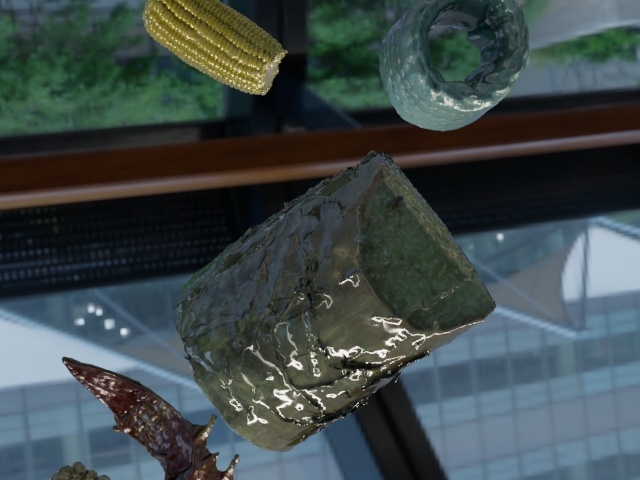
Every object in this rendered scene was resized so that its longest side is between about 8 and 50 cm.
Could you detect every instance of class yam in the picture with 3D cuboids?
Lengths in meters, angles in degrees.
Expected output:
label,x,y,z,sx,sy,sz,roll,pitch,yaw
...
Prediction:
label,x,y,z,sx,sy,sz,roll,pitch,yaw
yam,0.014,0.062,1.083,0.271,0.202,0.201,-37,-161,23

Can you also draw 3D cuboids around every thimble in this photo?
label,x,y,z,sx,sy,sz,roll,pitch,yaw
thimble,0.202,-0.286,1.765,0.198,0.235,0.143,28,165,-8

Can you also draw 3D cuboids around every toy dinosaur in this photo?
label,x,y,z,sx,sy,sz,roll,pitch,yaw
toy dinosaur,-0.174,0.267,1.308,0.207,0.327,0.113,-17,177,39

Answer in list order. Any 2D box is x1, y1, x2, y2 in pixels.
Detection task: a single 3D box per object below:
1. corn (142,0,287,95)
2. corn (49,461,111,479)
label,x,y,z,sx,sy,sz,roll,pitch,yaw
corn,-0.118,-0.226,1.302,0.165,0.085,0.063,31,-165,9
corn,-0.276,0.323,1.267,0.087,0.087,0.211,-6,-156,6
